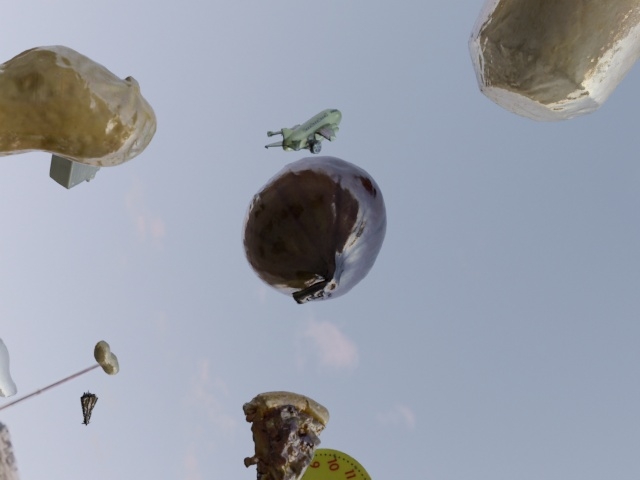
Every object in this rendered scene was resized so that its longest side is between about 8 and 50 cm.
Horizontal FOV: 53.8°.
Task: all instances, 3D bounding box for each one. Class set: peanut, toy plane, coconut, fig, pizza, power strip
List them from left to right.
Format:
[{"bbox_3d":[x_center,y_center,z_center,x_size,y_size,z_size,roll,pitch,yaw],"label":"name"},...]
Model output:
[{"bbox_3d":[-0.296,-0.133,0.621,0.101,0.263,0.117,177,-88,-72],"label":"peanut"},{"bbox_3d":[-0.351,-0.152,0.926,0.042,0.075,0.175,34,-50,4],"label":"power strip"},{"bbox_3d":[-0.412,0.227,1.212,0.037,0.037,0.083,18,-45,32],"label":"peanut"},{"bbox_3d":[-0.059,0.340,1.010,0.069,0.154,0.194,-19,-124,48],"label":"pizza"},{"bbox_3d":[-0.011,-0.126,0.741,0.102,0.111,0.040,17,-56,38],"label":"toy plane"},{"bbox_3d":[-0.001,-0.010,0.977,0.214,0.235,0.235,21,-62,51],"label":"fig"},{"bbox_3d":[0.410,-0.369,1.063,0.328,0.328,0.329,12,-69,34],"label":"coconut"}]

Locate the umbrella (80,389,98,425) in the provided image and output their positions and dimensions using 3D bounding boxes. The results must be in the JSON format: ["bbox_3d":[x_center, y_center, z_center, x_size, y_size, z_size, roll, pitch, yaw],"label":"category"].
[{"bbox_3d":[-0.434,0.311,1.177,0.020,0.031,0.083,41,-56,55],"label":"umbrella"}]

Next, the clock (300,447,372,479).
[{"bbox_3d":[0.012,0.678,1.639,0.277,0.293,0.071,60,-28,31],"label":"clock"}]

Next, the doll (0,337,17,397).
[{"bbox_3d":[-0.377,0.222,0.528,0.188,0.384,0.099,-6,-52,13],"label":"doll"}]
